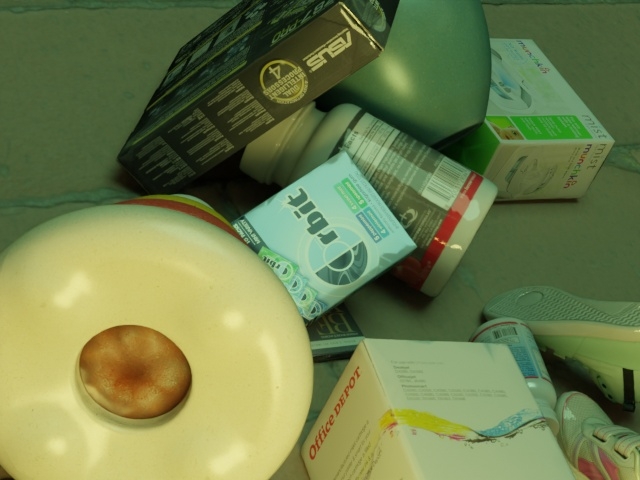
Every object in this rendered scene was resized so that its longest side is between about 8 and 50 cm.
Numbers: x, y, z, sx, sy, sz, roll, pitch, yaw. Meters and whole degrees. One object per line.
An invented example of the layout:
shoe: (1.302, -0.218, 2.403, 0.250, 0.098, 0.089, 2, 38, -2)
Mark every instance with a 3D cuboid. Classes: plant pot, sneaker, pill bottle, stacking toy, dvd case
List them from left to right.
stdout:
stacking toy: (-0.175, 0.054, 1.634, 0.351, 0.350, 0.480, 21, 22, -7)
dvd case: (-0.052, 0.068, 1.875, 0.165, 0.018, 0.221, -3, 46, -33)
pill bottle: (0.060, -0.073, 1.979, 0.319, 0.176, 0.176, 30, 37, 4)
plant pot: (0.128, -0.221, 2.103, 0.290, 0.290, 0.195, -23, 83, -45)
pill bottle: (0.244, 0.180, 1.859, 0.087, 0.087, 0.160, 9, 41, -22)
sneaker: (0.335, 0.149, 1.958, 0.256, 0.151, 0.094, 9, 37, 37)
sneaker: (0.377, 0.272, 1.808, 0.103, 0.111, 0.252, -9, 49, -38)

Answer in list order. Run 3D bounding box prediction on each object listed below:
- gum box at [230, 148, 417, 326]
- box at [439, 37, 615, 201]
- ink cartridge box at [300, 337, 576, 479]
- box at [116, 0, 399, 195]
gum box: (0.000, 0.000, 1.837, 0.184, 0.041, 0.157, -34, 81, -17)
box: (0.280, -0.187, 2.293, 0.231, 0.126, 0.262, -3, 45, -31)
ink cartridge box: (0.131, 0.268, 1.594, 0.197, 0.198, 0.270, 3, 43, -27)
box: (-0.065, -0.252, 1.944, 0.097, 0.395, 0.318, 48, 31, -18)
